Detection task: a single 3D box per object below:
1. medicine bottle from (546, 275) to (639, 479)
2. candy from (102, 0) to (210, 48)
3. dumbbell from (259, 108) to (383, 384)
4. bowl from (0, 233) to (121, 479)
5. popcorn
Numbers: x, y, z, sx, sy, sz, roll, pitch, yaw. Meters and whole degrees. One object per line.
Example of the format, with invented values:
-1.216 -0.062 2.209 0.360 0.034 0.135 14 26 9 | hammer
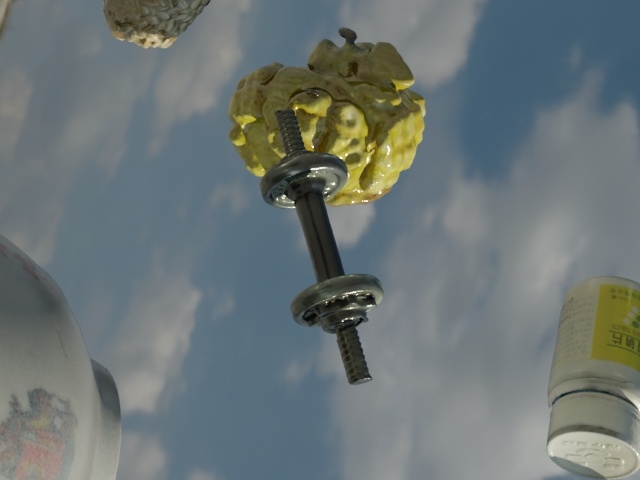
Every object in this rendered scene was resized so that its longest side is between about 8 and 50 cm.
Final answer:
0.386 0.185 1.391 0.143 0.143 0.258 -41 -158 50 | medicine bottle
-0.146 -0.225 0.887 0.110 0.085 0.095 -27 -104 54 | candy
0.000 0.000 0.852 0.081 0.082 0.254 -43 -125 48 | dumbbell
-0.232 0.139 0.674 0.345 0.157 0.345 -31 -128 50 | bowl
0.009 -0.133 1.099 0.218 0.189 0.169 27 -41 35 | popcorn
